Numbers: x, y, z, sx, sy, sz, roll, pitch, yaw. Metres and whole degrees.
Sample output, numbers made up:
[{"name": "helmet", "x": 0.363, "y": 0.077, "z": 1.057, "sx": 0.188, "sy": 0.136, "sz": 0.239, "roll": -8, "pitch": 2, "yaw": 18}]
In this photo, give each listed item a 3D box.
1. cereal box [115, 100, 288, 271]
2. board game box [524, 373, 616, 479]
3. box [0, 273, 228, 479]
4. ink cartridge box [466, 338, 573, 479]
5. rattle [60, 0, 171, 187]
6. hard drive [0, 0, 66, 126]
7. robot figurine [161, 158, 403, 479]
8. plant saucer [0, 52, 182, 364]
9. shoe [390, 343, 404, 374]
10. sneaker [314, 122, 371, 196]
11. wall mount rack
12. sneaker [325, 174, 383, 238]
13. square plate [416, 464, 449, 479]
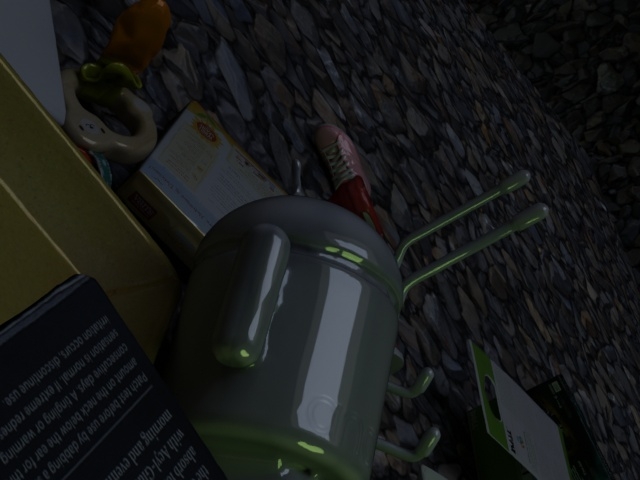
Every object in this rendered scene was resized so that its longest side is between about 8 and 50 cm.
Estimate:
[{"name": "cereal box", "x": -0.124, "y": -0.049, "z": 1.495, "sx": 0.173, "sy": 0.047, "sz": 0.240, "roll": 46, "pitch": 24, "yaw": -11}, {"name": "board game box", "x": 0.356, "y": 0.315, "z": 2.049, "sx": 0.186, "sy": 0.126, "sz": 0.026, "roll": 65, "pitch": 21, "yaw": 12}, {"name": "box", "x": -0.153, "y": 0.271, "z": 0.657, "sx": 0.395, "sy": 0.293, "sz": 0.212, "roll": 58, "pitch": 20, "yaw": -6}, {"name": "ink cartridge box", "x": 0.256, "y": 0.289, "z": 1.893, "sx": 0.255, "sy": 0.097, "sz": 0.189, "roll": 45, "pitch": 25, "yaw": -32}, {"name": "rattle", "x": -0.198, "y": -0.135, "z": 1.329, "sx": 0.130, "sy": 0.143, "sz": 0.200, "roll": 52, "pitch": 20, "yaw": -19}, {"name": "hard drive", "x": -0.379, "y": -0.263, "z": 1.214, "sx": 0.353, "sy": 0.047, "sz": 0.233, "roll": 36, "pitch": 31, "yaw": -47}, {"name": "robot figurine", "x": -0.036, "y": 0.108, "z": 1.207, "sx": 0.300, "sy": 0.199, "sz": 0.353, "roll": 78, "pitch": 22, "yaw": -60}, {"name": "plant saucer", "x": -0.267, "y": 0.008, "z": 1.060, "sx": 0.333, "sy": 0.081, "sz": 0.333, "roll": 52, "pitch": 22, "yaw": -19}, {"name": "shoe", "x": 0.047, "y": 0.105, "z": 1.703, "sx": 0.178, "sy": 0.063, "sz": 0.081, "roll": 43, "pitch": 24, "yaw": -49}, {"name": "sneaker", "x": 0.033, "y": -0.109, "z": 1.970, "sx": 0.134, "sy": 0.051, "sz": 0.070, "roll": 60, "pitch": 14, "yaw": -13}, {"name": "wall mount rack", "x": 0.123, "y": 0.060, "z": 1.452, "sx": 0.130, "sy": 0.304, "sz": 0.350, "roll": 20, "pitch": 13, "yaw": -2}, {"name": "sneaker", "x": 0.000, "y": 0.000, "z": 1.600, "sx": 0.221, "sy": 0.128, "sz": 0.087, "roll": 91, "pitch": -20, "yaw": -68}, {"name": "square plate", "x": 0.231, "y": 0.483, "z": 1.633, "sx": 0.347, "sy": 0.049, "sz": 0.344, "roll": 39, "pitch": 28, "yaw": -44}]
